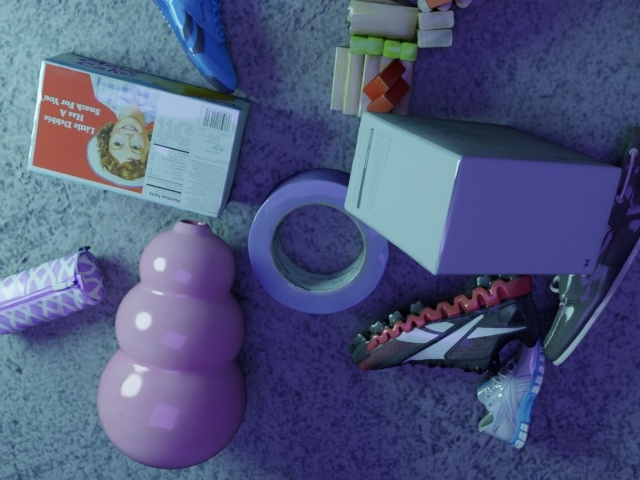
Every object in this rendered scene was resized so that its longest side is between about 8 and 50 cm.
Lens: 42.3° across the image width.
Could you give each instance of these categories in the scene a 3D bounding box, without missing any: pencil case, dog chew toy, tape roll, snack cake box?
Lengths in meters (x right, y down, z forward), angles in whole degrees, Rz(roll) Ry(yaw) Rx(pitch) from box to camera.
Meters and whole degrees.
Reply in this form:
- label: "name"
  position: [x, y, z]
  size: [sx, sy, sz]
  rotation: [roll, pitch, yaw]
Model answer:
- label: "pencil case"
  position: [-0.409, 0.081, 1.186]
  size: [0.206, 0.088, 0.086]
  rotation: [-20, 103, 11]
- label: "dog chew toy"
  position: [-0.194, 0.137, 1.134]
  size: [0.207, 0.206, 0.331]
  rotation: [8, 100, 2]
- label: "tape roll"
  position: [0.000, 0.000, 1.132]
  size: [0.189, 0.080, 0.188]
  rotation: [1, 108, 3]
- label: "snack cake box"
  position: [-0.239, -0.141, 1.102]
  size: [0.264, 0.089, 0.152]
  rotation: [15, 110, 0]

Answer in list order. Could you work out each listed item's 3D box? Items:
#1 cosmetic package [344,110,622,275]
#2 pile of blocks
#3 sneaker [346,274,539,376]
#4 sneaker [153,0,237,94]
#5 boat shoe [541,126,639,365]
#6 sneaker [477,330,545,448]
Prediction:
- label: "cosmetic package"
  position: [0.184, -0.060, 0.984]
  size: [0.224, 0.225, 0.138]
  rotation: [1, 111, -27]
- label: "pile of blocks"
  position: [0.121, -0.300, 1.011]
  size: [0.149, 0.112, 0.362]
  rotation: [30, 107, -5]
- label: "sneaker"
  position: [0.176, 0.139, 1.141]
  size: [0.276, 0.097, 0.135]
  rotation: [-23, 85, 10]
- label: "sneaker"
  position: [-0.153, -0.289, 1.060]
  size: [0.082, 0.069, 0.209]
  rotation: [-29, 103, 9]
- label: "boat shoe"
  position: [0.372, 0.006, 1.099]
  size: [0.095, 0.112, 0.335]
  rotation: [33, 102, 12]
- label: "sneaker"
  position: [0.269, 0.208, 1.184]
  size: [0.083, 0.071, 0.190]
  rotation: [11, 108, 7]
